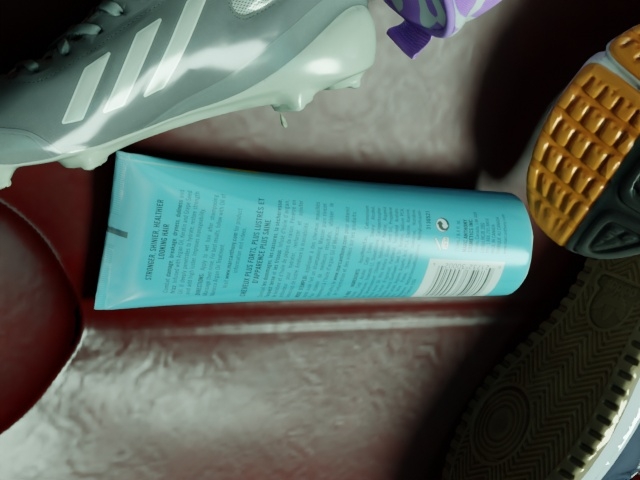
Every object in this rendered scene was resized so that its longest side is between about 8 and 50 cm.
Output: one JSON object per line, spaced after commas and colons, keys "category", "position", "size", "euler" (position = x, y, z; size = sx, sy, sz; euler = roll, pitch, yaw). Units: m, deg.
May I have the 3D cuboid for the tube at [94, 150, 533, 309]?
{"category": "tube", "position": [0.000, 0.000, 0.557], "size": [0.207, 0.052, 0.080], "euler": [2, 113, -22]}

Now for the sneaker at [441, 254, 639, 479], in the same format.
{"category": "sneaker", "position": [0.195, 0.082, 0.659], "size": [0.153, 0.099, 0.282], "euler": [30, 95, -32]}

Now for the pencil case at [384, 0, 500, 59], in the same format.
{"category": "pencil case", "position": [0.109, -0.169, 0.510], "size": [0.206, 0.086, 0.088], "euler": [-31, 148, -8]}

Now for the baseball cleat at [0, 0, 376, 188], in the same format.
{"category": "baseball cleat", "position": [-0.078, -0.087, 0.473], "size": [0.205, 0.072, 0.110], "euler": [-18, 107, -23]}

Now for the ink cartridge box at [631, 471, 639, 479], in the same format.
{"category": "ink cartridge box", "position": [0.290, 0.164, 0.724], "size": [0.231, 0.134, 0.078], "euler": [-3, 115, -24]}

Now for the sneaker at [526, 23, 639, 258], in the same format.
{"category": "sneaker", "position": [0.207, -0.097, 0.577], "size": [0.099, 0.121, 0.262], "euler": [43, 105, 7]}
